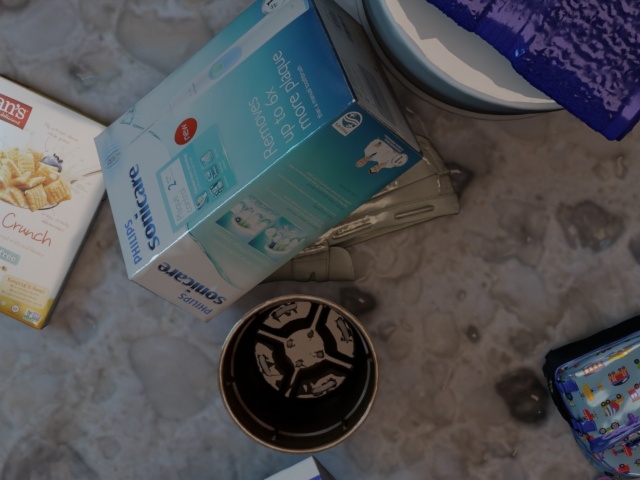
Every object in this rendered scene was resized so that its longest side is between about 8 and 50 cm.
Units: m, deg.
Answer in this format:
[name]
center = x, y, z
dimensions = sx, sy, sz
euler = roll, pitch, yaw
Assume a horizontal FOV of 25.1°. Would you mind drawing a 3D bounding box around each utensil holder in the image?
[utensil holder]
center = 0.191, -0.279, 1.394
dimensions = 0.327, 0.385, 0.328
euler = 0, 95, 3

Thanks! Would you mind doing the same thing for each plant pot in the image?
[plant pot]
center = -0.021, 0.131, 1.547
dimensions = 0.167, 0.165, 0.167
euler = 0, 95, 1

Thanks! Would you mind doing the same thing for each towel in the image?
[towel]
center = 0.184, -0.255, 1.172
dimensions = 0.308, 0.076, 0.228
euler = 36, 88, -1

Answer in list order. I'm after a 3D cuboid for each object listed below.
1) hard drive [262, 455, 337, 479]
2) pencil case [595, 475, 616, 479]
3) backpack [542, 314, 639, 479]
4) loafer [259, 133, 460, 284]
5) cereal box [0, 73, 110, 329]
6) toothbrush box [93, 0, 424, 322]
[hard drive]
center = -0.113, 0.350, 1.559
dimensions = 0.318, 0.210, 0.040
euler = -28, 58, 4
[pencil case]
center = 0.381, 0.387, 1.582
dimensions = 0.284, 0.124, 0.124
euler = 40, 95, -4
[backpack]
center = 0.343, 0.183, 1.569
dimensions = 0.158, 0.117, 0.173
euler = -22, 97, 4
[loafer]
center = 0.000, 0.000, 1.562
dimensions = 0.319, 0.112, 0.111
euler = -29, 85, 3
[cereal box]
center = -0.335, -0.044, 1.598
dimensions = 0.173, 0.047, 0.240
euler = 25, 96, -1
[toothbrush box]
center = -0.071, -0.094, 1.463
dimensions = 0.295, 0.216, 0.126
euler = -37, 136, 19
